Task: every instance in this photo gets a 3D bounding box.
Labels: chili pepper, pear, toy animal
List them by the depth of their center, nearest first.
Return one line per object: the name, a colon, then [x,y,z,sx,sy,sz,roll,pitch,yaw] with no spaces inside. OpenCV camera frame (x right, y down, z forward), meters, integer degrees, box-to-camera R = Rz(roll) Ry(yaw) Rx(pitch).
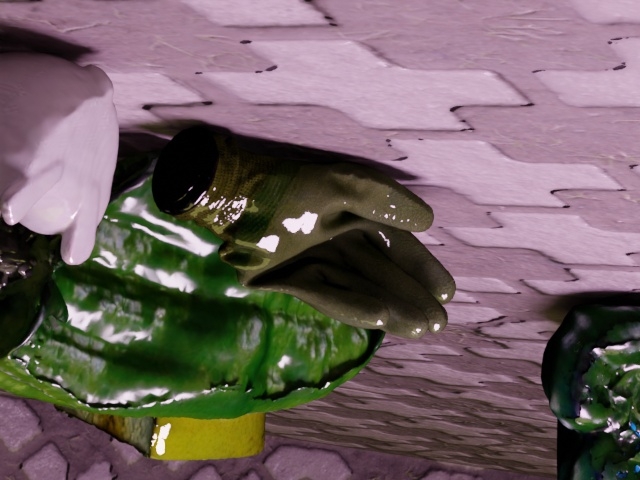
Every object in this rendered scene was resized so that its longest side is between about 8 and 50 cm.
toy animal: [-0.272,-0.063,1.350,0.283,0.138,0.140,4,173,24]
chili pepper: [-0.125,0.042,1.621,0.385,0.213,0.167,4,169,-44]
chili pepper: [0.343,0.183,2.028,0.233,0.248,0.257,-5,180,-3]
pear: [-0.164,0.167,2.422,0.292,0.159,0.292,12,-177,-1]

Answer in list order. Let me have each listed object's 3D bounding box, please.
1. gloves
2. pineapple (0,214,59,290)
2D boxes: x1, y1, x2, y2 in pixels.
gloves: [-0.006,-0.008,1.542,0.268,0.135,0.107,30,-163,-22]
pineapple: [-0.265,0.018,1.742,0.169,0.169,0.340,5,166,10]
